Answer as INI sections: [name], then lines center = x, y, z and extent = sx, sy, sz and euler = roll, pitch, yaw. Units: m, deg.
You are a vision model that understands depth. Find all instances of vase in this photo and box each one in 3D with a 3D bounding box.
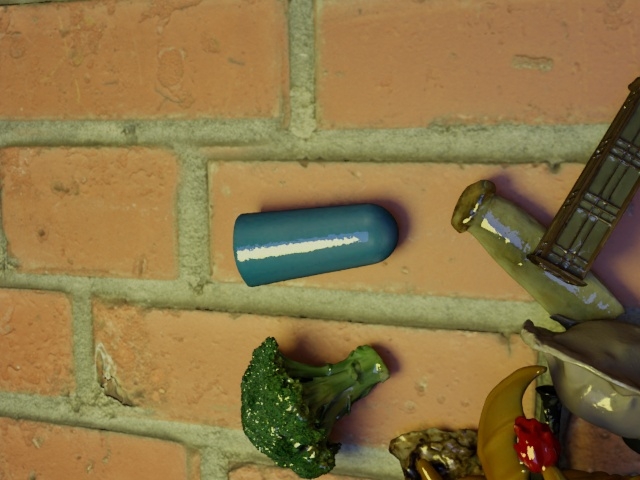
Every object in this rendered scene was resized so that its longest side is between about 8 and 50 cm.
[vase]
center = 0.375, 0.324, 1.279
extent = 0.059, 0.059, 0.166
euler = 6, 99, 18

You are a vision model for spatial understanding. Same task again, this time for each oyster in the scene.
[oyster]
center = 0.279, 0.477, 1.310
extent = 0.204, 0.111, 0.396
euler = -36, 81, 17

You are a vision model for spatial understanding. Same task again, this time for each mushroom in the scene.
[mushroom]
center = 0.342, 0.029, 1.245
extent = 0.312, 0.081, 0.100
euler = 43, 120, 5

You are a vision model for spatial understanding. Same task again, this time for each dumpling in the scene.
[dumpling]
center = 0.407, 0.205, 1.112
extent = 0.293, 0.205, 0.163
euler = 27, 124, 33

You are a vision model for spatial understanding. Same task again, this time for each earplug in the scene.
[earplug]
center = 0.000, 0.000, 1.337
extent = 0.273, 0.132, 0.132
euler = -8, 94, 16

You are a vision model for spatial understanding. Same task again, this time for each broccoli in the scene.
[broccoli]
center = -0.011, 0.266, 1.332
extent = 0.269, 0.269, 0.254
euler = -27, 93, 20

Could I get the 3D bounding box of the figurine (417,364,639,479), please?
[figurine]
center = 0.284, 0.405, 1.102
extent = 0.387, 0.268, 0.400
euler = -35, 51, 47

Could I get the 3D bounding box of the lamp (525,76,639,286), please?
[lamp]
center = 0.429, -0.089, 1.152
extent = 0.090, 0.089, 0.325
euler = 30, 93, 6

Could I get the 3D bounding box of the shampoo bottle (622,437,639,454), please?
[shampoo bottle]
center = 0.551, 0.195, 1.179
extent = 0.101, 0.101, 0.283
euler = 18, 102, 16
